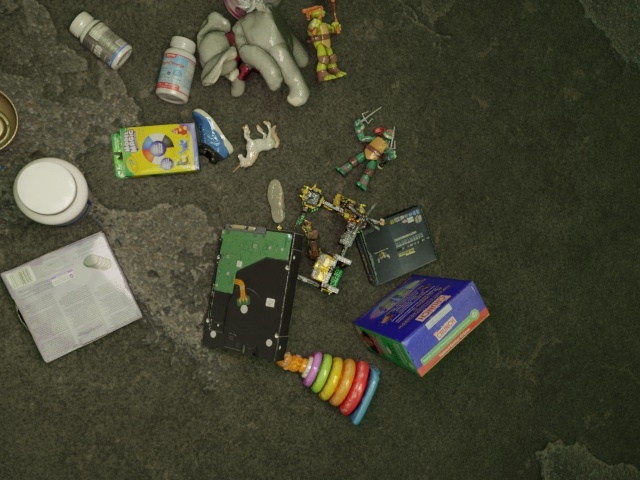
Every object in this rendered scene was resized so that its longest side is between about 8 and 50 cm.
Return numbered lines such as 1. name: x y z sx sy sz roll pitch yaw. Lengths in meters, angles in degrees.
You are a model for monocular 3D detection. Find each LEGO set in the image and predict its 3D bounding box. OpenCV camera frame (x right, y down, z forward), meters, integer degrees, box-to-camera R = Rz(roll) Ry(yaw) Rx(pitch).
1. LEGO set: 0.000 0.000 1.461 0.255 0.192 0.331 33 82 1

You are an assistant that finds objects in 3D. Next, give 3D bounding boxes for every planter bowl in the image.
1. planter bowl: -0.796 -0.276 1.253 0.162 0.109 0.162 0 89 -19

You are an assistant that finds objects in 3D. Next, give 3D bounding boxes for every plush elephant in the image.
1. plush elephant: -0.203 -0.490 1.409 0.330 0.255 0.272 47 28 -45

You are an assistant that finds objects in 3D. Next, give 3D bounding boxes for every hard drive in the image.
1. hard drive: -0.181 0.133 1.421 0.236 0.064 0.339 6 87 25

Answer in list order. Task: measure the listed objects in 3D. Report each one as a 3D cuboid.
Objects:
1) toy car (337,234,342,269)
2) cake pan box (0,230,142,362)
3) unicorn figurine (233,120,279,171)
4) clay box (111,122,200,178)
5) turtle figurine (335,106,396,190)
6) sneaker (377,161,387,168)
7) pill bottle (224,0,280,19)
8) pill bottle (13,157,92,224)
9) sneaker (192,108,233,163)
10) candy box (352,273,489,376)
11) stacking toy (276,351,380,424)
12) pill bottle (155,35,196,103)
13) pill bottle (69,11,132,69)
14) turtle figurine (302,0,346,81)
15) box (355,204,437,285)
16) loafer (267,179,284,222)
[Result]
1. toy car: 0.063 0.026 1.587 0.040 0.060 0.122 24 73 14
2. cake pan box: -0.622 0.141 1.335 0.266 0.070 0.246 -27 96 -18
3. unicorn figurine: -0.184 -0.272 1.496 0.161 0.060 0.111 -19 95 -18
4. clay box: -0.435 -0.235 1.395 0.221 0.053 0.128 -7 91 -9
5. turtle figurine: 0.160 -0.270 1.581 0.234 0.175 0.118 -53 149 0
6. sneaker: 0.204 -0.262 1.647 0.031 0.035 0.083 19 83 -19
7. pill bottle: -0.157 -0.704 1.386 0.160 0.283 0.161 2 84 -19
8. pill bottle: -0.617 -0.110 1.229 0.152 0.272 0.152 0 89 -19
9. sneaker: -0.316 -0.280 1.450 0.084 0.058 0.152 -44 110 -23
10. candy box: 0.277 0.226 1.520 0.268 0.317 0.122 -36 101 -16
11. stacking toy: 0.006 0.386 1.529 0.301 0.175 0.166 24 87 -4
12. pill bottle: -0.381 -0.454 1.413 0.087 0.087 0.160 12 85 -19
13. pill bottle: -0.561 -0.511 1.355 0.137 0.078 0.078 39 78 -15
14. turtle figurine: 0.002 -0.571 1.516 0.087 0.269 0.217 -7 108 20
15. box: 0.233 0.014 1.642 0.232 0.059 0.184 -21 98 -19
16. loafer: -0.125 -0.112 1.533 0.045 0.039 0.125 -6 89 14
